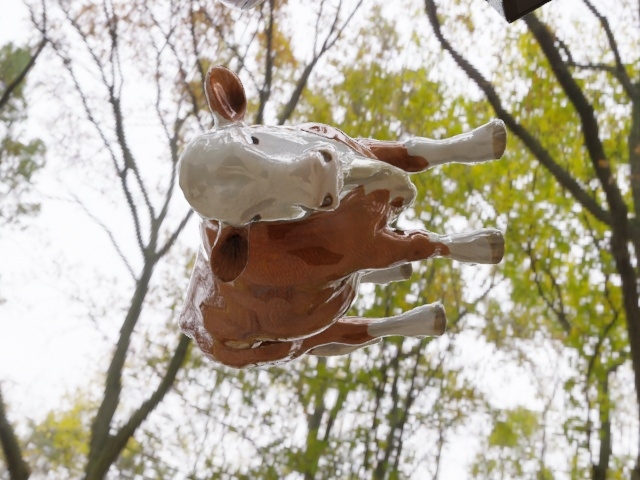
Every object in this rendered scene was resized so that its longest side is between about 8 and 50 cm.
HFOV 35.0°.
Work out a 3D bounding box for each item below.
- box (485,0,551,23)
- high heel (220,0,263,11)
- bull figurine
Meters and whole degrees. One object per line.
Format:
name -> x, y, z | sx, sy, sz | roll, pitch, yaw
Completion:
box -> 0.329, -0.471, 1.309 | 0.293, 0.073, 0.295 | -28, -42, -2
high heel -> -0.093, -0.252, 0.669 | 0.181, 0.127, 0.377 | 37, -2, -20
bull figurine -> 0.000, 0.000, 0.595 | 0.188, 0.101, 0.310 | -1, -21, -14
